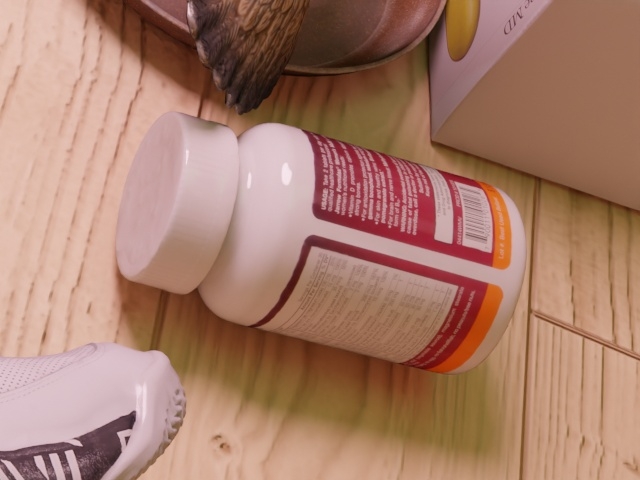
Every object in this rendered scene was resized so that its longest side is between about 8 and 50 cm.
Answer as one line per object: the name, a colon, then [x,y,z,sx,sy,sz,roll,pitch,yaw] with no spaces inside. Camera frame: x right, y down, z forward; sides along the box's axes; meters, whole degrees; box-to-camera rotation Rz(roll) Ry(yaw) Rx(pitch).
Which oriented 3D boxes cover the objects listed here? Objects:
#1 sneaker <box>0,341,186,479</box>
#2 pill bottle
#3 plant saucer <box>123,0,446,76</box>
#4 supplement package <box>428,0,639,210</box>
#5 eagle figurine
sneaker: [-0.230,0.054,0.829,0.366,0.137,0.210,-18,88,-38]
pill bottle: [0.000,0.000,1.132,0.221,0.121,0.121,15,51,-23]
plant saucer: [-0.056,-0.228,1.318,0.311,0.050,0.310,18,50,-22]
supplement package: [0.205,-0.196,1.356,0.198,0.199,0.262,17,50,-21]
eagle figurine: [-0.017,-0.227,1.150,0.225,0.226,0.298,-18,39,-14]
